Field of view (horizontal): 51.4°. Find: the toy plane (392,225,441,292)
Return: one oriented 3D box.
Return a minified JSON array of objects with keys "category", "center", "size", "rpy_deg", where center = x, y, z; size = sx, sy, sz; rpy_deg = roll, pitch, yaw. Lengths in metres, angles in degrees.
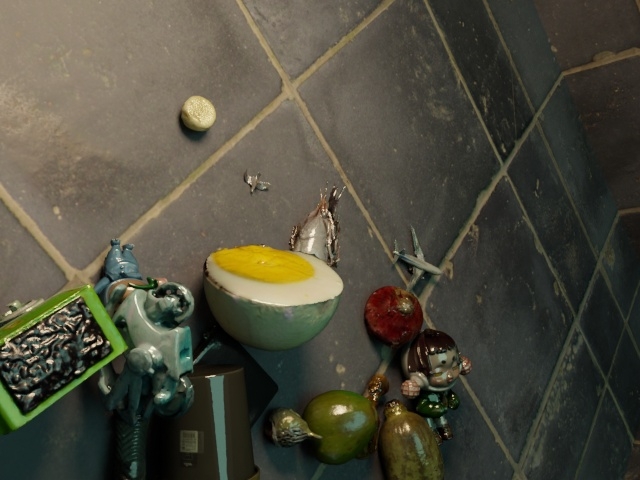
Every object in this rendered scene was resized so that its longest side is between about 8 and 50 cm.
[{"category":"toy plane","center":[0.301,0.070,2.081],"size":[0.226,0.058,0.225],"rpy_deg":[29,60,-43]}]

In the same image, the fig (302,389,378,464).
[{"category":"fig","center":[0.053,0.468,1.691],"size":[0.181,0.191,0.181],"rpy_deg":[59,13,-23]}]

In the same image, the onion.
[{"category":"onion","center":[0.219,0.214,1.904],"size":[0.184,0.147,0.183],"rpy_deg":[5,72,-17]}]

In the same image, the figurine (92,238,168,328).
[{"category":"figurine","center":[-0.385,0.083,1.328],"size":[0.114,0.145,0.178],"rpy_deg":[17,60,-53]}]

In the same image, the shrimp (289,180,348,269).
[{"category":"shrimp","center":[0.001,-0.002,1.746],"size":[0.145,0.117,0.342],"rpy_deg":[29,71,-40]}]

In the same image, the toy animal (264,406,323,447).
[{"category":"toy animal","center":[-0.071,0.465,1.604],"size":[0.137,0.098,0.098],"rpy_deg":[36,51,8]}]

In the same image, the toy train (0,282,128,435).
[{"category":"toy train","center":[-0.500,0.204,1.112],"size":[0.307,0.249,0.173],"rpy_deg":[-38,108,-41]}]

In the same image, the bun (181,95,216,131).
[{"category":"bun","center":[-0.286,-0.289,1.544],"size":[0.086,0.055,0.086],"rpy_deg":[15,63,-32]}]

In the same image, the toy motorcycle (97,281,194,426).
[{"category":"toy motorcycle","center":[-0.326,0.204,1.237],"size":[0.154,0.206,0.260],"rpy_deg":[-8,97,-70]}]

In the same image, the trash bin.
[{"category":"trash bin","center":[-0.236,0.432,1.368],"size":[0.214,0.214,0.333],"rpy_deg":[-1,84,-46]}]

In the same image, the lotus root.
[{"category":"lotus root","center":[0.247,0.602,1.883],"size":[0.173,0.173,0.309],"rpy_deg":[-23,97,-45]}]

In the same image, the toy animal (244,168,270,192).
[{"category":"toy animal","center":[-0.161,-0.142,1.664],"size":[0.084,0.028,0.050],"rpy_deg":[33,53,-36]}]

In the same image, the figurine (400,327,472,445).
[{"category":"figurine","center":[0.335,0.425,1.992],"size":[0.281,0.167,0.369],"rpy_deg":[-14,101,-36]}]

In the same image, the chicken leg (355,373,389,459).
[{"category":"chicken leg","center":[0.132,0.482,1.837],"size":[0.107,0.087,0.251],"rpy_deg":[70,34,-42]}]

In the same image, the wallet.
[{"category":"wallet","center":[-0.208,0.317,1.537],"size":[0.250,0.044,0.149],"rpy_deg":[52,56,-26]}]

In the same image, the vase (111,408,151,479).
[{"category":"vase","center":[-0.375,0.451,1.309],"size":[0.116,0.116,0.237],"rpy_deg":[14,70,-44]}]

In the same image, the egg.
[{"category":"egg","center":[-0.114,0.147,1.500],"size":[0.337,0.337,0.200],"rpy_deg":[-12,120,-46]}]
